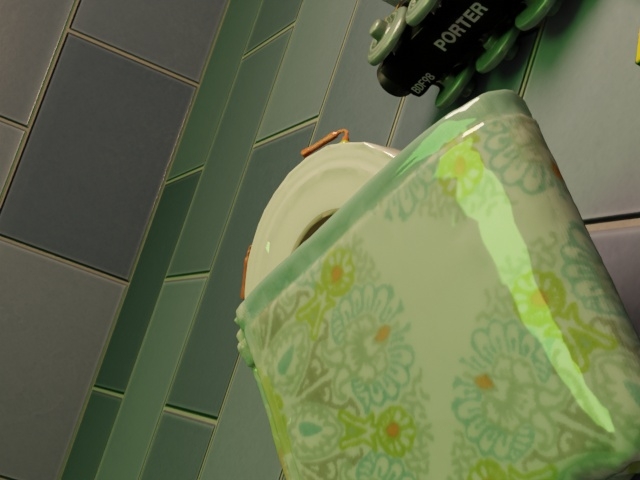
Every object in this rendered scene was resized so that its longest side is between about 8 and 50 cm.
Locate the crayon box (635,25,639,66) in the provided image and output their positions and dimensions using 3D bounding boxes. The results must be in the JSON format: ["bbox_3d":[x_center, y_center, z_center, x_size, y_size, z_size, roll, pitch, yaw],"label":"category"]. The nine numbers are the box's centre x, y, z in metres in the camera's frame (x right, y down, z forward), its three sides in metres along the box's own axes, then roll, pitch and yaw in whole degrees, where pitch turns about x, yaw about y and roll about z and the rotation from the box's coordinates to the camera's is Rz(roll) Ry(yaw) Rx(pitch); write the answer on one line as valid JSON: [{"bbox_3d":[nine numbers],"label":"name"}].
[{"bbox_3d":[0.350,-0.233,0.873,0.278,0.081,0.165,-33,39,60],"label":"crayon box"}]

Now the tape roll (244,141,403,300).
[{"bbox_3d":[0.048,0.046,1.213,0.286,0.100,0.286,-13,73,48],"label":"tape roll"}]

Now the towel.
[{"bbox_3d":[0.090,0.107,1.013,0.374,0.090,0.320,-43,57,37],"label":"towel"}]

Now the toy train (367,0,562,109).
[{"bbox_3d":[0.174,-0.285,1.357,0.334,0.142,0.190,-43,19,56],"label":"toy train"}]

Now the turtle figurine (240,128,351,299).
[{"bbox_3d":[0.000,0.000,1.578,0.269,0.087,0.217,-56,28,8],"label":"turtle figurine"}]

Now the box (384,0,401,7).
[{"bbox_3d":[0.108,-0.382,1.605,0.038,0.145,0.186,-44,29,46],"label":"box"}]
